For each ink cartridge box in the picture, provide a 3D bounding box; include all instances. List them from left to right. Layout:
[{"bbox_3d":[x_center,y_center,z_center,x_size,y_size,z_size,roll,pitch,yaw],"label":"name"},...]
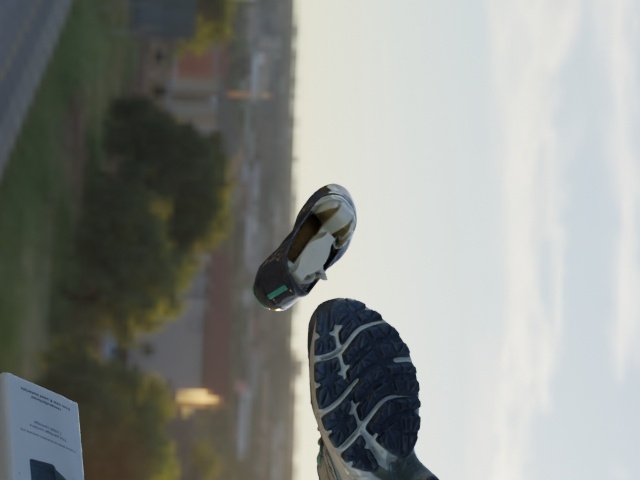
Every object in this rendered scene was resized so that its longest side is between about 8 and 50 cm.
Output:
[{"bbox_3d":[-0.273,0.241,1.534,0.153,0.087,0.208,-37,-137,28],"label":"ink cartridge box"}]

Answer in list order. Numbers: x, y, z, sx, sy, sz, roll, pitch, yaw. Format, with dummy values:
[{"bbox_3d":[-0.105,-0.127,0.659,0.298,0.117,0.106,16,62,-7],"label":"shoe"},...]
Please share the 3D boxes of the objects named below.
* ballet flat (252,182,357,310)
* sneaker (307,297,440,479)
[{"bbox_3d":[0.000,0.000,1.975,0.203,0.074,0.074,-52,157,-42],"label":"ballet flat"},{"bbox_3d":[0.030,0.189,1.701,0.122,0.110,0.283,1,-70,57],"label":"sneaker"}]
